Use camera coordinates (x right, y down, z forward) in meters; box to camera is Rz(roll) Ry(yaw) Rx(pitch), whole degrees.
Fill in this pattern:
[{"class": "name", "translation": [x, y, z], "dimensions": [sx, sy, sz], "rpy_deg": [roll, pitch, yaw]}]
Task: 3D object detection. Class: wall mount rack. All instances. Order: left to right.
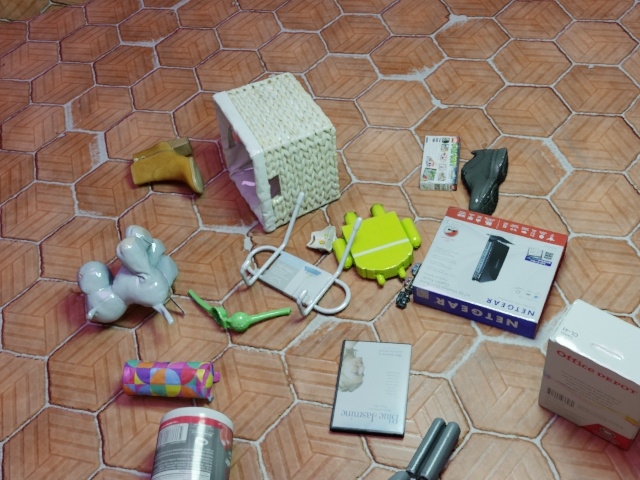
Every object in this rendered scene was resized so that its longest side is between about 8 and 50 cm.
[{"class": "wall mount rack", "translation": [-0.047, 0.041, 2.039], "dimensions": [0.350, 0.130, 0.304], "rpy_deg": [26, 62, 27]}]

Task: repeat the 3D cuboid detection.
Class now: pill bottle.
[{"class": "pill bottle", "translation": [-0.293, 0.552, 1.631], "dimensions": [0.176, 0.176, 0.318], "rpy_deg": [-4, 50, 6]}]

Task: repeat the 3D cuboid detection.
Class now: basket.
[{"class": "basket", "translation": [-0.132, -0.273, 2.198], "dimensions": [0.266, 0.328, 0.331], "rpy_deg": [-23, 50, -15]}]

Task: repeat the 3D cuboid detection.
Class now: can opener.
[{"class": "can opener", "translation": [0.225, 0.506, 1.628], "dimensions": [0.074, 0.093, 0.280], "rpy_deg": [10, 43, 38]}]

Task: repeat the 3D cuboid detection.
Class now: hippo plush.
[{"class": "hippo plush", "translation": [-0.539, 0.127, 2.047], "dimensions": [0.236, 0.234, 0.294], "rpy_deg": [-26, 92, 10]}]

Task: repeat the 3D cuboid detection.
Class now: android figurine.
[{"class": "android figurine", "translation": [0.163, 0.012, 2.082], "dimensions": [0.248, 0.056, 0.273], "rpy_deg": [-18, 50, -6]}]

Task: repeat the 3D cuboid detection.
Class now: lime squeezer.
[{"class": "lime squeezer", "translation": [-0.245, 0.193, 2.001], "dimensions": [0.310, 0.059, 0.110], "rpy_deg": [8, 53, 17]}]

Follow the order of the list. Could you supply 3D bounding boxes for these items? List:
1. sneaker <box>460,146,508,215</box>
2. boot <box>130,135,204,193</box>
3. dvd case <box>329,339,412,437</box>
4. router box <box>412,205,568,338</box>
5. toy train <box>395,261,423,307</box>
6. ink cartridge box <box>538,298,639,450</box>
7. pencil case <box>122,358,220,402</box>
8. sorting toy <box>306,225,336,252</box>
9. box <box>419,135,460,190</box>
[{"class": "sneaker", "translation": [0.470, -0.172, 2.165], "dimensions": [0.130, 0.109, 0.286], "rpy_deg": [8, 43, 24]}, {"class": "boot", "translation": [-0.501, -0.216, 2.366], "dimensions": [0.211, 0.104, 0.295], "rpy_deg": [-23, 45, -3]}, {"class": "dvd case", "translation": [0.128, 0.363, 1.818], "dimensions": [0.180, 0.022, 0.253], "rpy_deg": [2, 51, 11]}, {"class": "router box", "translation": [0.456, 0.077, 1.960], "dimensions": [0.335, 0.082, 0.301], "rpy_deg": [16, 55, 21]}, {"class": "toy train", "translation": [0.246, 0.119, 1.999], "dimensions": [0.036, 0.027, 0.158], "rpy_deg": [12, 53, 32]}, {"class": "ink cartridge box", "translation": [0.616, 0.300, 1.601], "dimensions": [0.226, 0.306, 0.131], "rpy_deg": [28, 60, 28]}, {"class": "pencil case", "translation": [-0.384, 0.354, 1.867], "dimensions": [0.236, 0.104, 0.104], "rpy_deg": [2, 51, 9]}, {"class": "sorting toy", "translation": [0.000, 0.000, 2.131], "dimensions": [0.075, 0.045, 0.083], "rpy_deg": [6, 52, 24]}, {"class": "box", "translation": [0.373, -0.241, 2.269], "dimensions": [0.114, 0.036, 0.207], "rpy_deg": [4, 51, 12]}]
